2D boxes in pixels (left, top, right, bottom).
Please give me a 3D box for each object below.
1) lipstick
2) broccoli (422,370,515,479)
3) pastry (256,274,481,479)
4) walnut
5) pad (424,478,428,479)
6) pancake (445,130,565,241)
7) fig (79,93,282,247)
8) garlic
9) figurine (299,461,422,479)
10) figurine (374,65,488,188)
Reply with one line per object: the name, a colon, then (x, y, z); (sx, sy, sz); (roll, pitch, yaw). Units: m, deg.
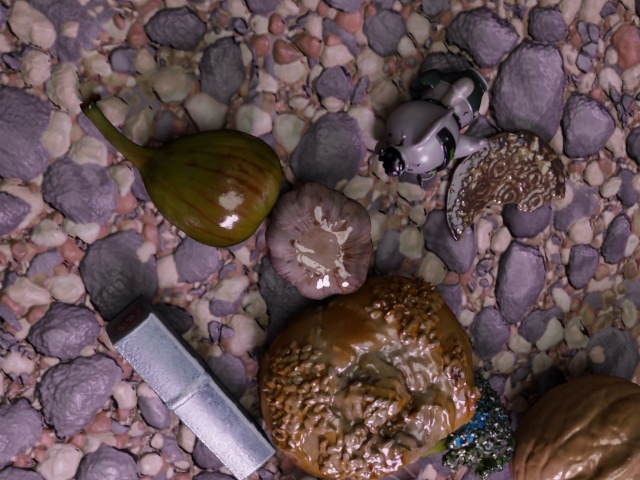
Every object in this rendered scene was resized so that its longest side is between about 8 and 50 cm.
lipstick: (-0.170, 0.205, 1.373); (0.077, 0.076, 0.290); (-39, 115, -5)
broccoli: (0.203, 0.272, 1.511); (0.160, 0.155, 0.167); (-29, 122, 36)
pastry: (0.068, 0.186, 1.376); (0.310, 0.162, 0.255); (-35, 86, -10)
walnut: (0.402, 0.324, 1.535); (0.261, 0.225, 0.225); (-35, 115, -14)
pad: (0.067, 0.488, 1.464); (0.220, 0.004, 0.330); (-35, 147, -28)
pancake: (0.269, -0.071, 1.473); (0.190, 0.020, 0.184); (17, 100, -22)
fig: (-0.176, -0.091, 1.244); (0.259, 0.151, 0.151); (25, 97, -21)
garlic: (0.000, 0.000, 1.357); (0.147, 0.102, 0.159); (-30, 103, 7)
figurine: (0.049, 0.404, 1.481); (0.200, 0.133, 0.276); (22, 102, -30)
figurine: (0.148, -0.149, 1.349); (0.192, 0.147, 0.126); (-43, 98, -23)
